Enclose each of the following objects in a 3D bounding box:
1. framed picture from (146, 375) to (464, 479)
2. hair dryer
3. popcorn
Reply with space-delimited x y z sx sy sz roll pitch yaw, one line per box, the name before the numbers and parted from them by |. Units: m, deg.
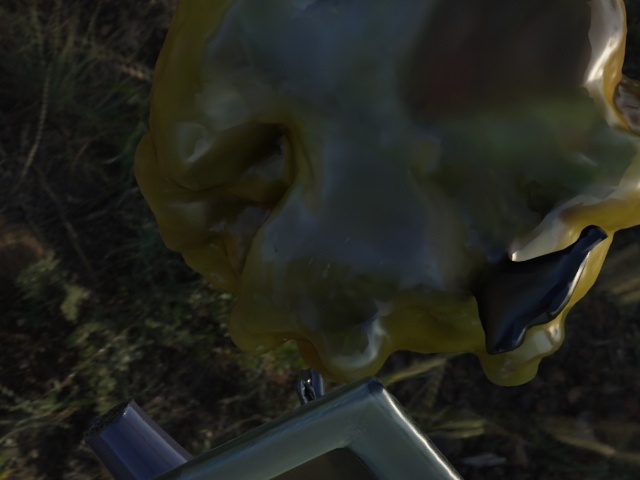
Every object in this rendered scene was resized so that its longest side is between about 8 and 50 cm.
framed picture | -0.013 0.159 0.413 0.273 0.216 0.016 52 17 -39
hair dryer | -0.075 0.231 1.382 0.301 0.121 0.361 51 31 -10
popcorn | 0.050 -0.073 0.732 0.297 0.281 0.316 5 93 4
